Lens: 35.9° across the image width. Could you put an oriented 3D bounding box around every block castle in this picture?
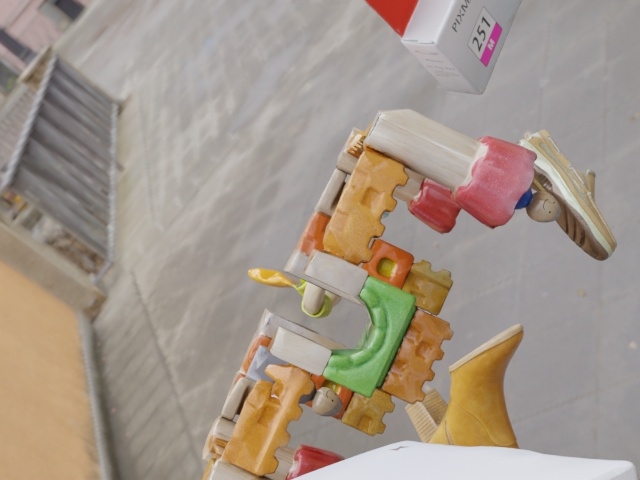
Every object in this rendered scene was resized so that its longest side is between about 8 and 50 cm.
[{"bbox_3d":[0.054,0.102,1.040,0.303,0.212,0.453,172,123,-84],"label":"block castle"}]

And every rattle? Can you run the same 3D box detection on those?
[{"bbox_3d":[0.000,0.000,1.413,0.142,0.130,0.200,40,127,33],"label":"rattle"}]

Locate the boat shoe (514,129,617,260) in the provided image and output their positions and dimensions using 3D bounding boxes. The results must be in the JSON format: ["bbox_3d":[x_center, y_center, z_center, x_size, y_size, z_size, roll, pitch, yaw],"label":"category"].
[{"bbox_3d":[0.324,-0.065,1.256,0.072,0.190,0.068,-32,-14,-11],"label":"boat shoe"}]

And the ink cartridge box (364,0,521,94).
[{"bbox_3d":[0.167,-0.349,1.160,0.060,0.239,0.275,16,79,39],"label":"ink cartridge box"}]

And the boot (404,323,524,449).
[{"bbox_3d":[0.265,0.276,1.485,0.104,0.211,0.295,-19,-23,-43],"label":"boot"}]

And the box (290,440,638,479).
[{"bbox_3d":[0.087,0.313,0.588,0.168,0.346,0.215,-12,0,-33],"label":"box"}]
